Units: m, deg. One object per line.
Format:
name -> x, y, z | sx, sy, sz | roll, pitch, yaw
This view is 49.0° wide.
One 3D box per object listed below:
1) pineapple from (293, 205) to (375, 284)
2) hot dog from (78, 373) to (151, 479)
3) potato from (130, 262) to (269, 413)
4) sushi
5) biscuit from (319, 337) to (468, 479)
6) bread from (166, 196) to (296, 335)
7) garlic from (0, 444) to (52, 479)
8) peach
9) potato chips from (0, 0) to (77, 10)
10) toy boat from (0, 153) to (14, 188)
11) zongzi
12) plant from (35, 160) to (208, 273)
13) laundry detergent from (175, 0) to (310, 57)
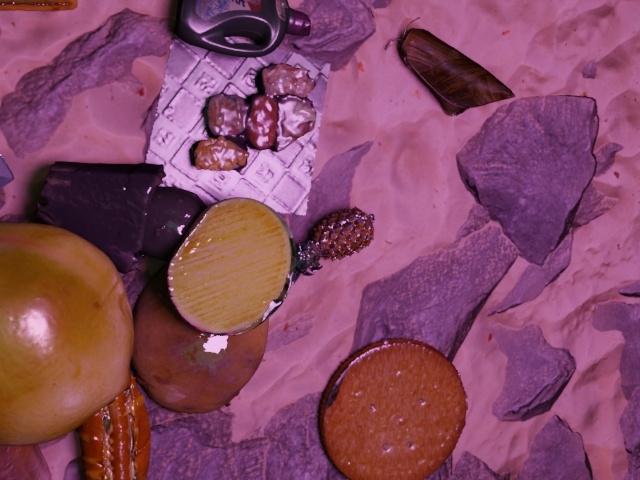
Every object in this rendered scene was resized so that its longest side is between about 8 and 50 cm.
pineapple -> 0.000, 0.000, 1.226 | 0.221, 0.083, 0.103 | -25, 98, -13
hot dog -> -0.340, 0.343, 1.169 | 0.115, 0.072, 0.268 | -9, 99, -25
potato -> -0.199, 0.160, 1.172 | 0.239, 0.116, 0.298 | 19, 89, -15
sushi -> -0.131, -0.195, 1.173 | 0.292, 0.059, 0.293 | 9, 95, -18
biscuit -> 0.141, 0.331, 1.337 | 0.306, 0.038, 0.305 | -2, 99, -16
bread -> -0.137, 0.041, 1.102 | 0.229, 0.034, 0.228 | -11, 110, -33
garlic -> -0.477, 0.361, 1.120 | 0.129, 0.090, 0.198 | -29, 102, -28
peach -> -0.434, 0.134, 0.986 | 0.314, 0.281, 0.315 | -21, 118, 19
potato chips -> -0.474, -0.364, 1.058 | 0.204, 0.026, 0.037 | 1, 83, -17
toy boat -> -0.611, -0.131, 1.012 | 0.320, 0.092, 0.141 | 15, 91, -26
zongzi -> 0.227, -0.302, 1.207 | 0.187, 0.184, 0.084 | 41, 83, -18
plant -> -0.299, -0.041, 1.087 | 0.256, 0.142, 0.164 | 13, 102, -14
laundry detergent -> -0.118, -0.359, 1.139 | 0.222, 0.078, 0.144 | 10, 69, -20
